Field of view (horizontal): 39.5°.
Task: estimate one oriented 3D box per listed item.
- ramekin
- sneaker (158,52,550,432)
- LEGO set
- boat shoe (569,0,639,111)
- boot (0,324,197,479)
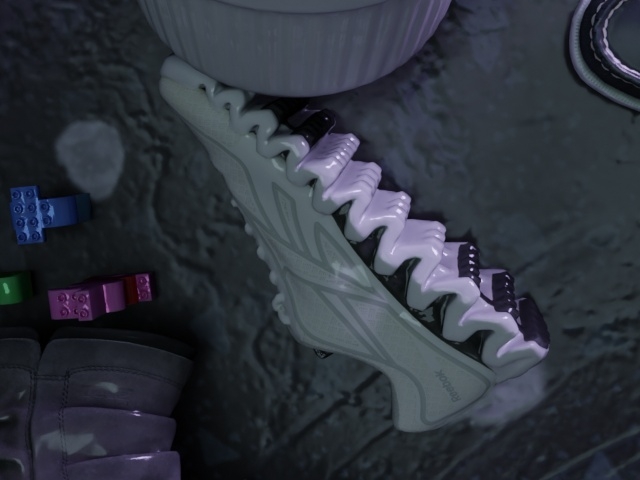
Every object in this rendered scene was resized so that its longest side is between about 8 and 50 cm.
[{"bbox_3d":[-0.014,-0.175,0.484,0.207,0.109,0.207,1,60,-2],"label":"ramekin"},{"bbox_3d":[0.000,0.000,0.550,0.292,0.110,0.118,44,110,2],"label":"sneaker"},{"bbox_3d":[-0.236,0.012,0.589,0.227,0.093,0.087,-5,96,10],"label":"LEGO set"},{"bbox_3d":[0.295,-0.118,0.488,0.302,0.091,0.114,-1,97,9],"label":"boat shoe"},{"bbox_3d":[-0.102,0.163,0.552,0.338,0.118,0.223,9,68,0],"label":"boot"}]
